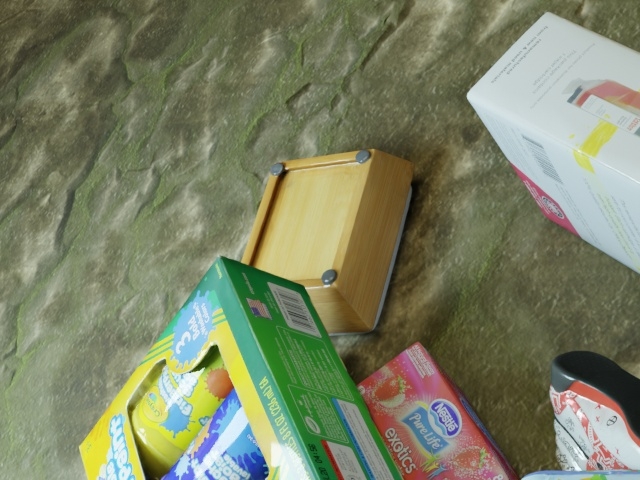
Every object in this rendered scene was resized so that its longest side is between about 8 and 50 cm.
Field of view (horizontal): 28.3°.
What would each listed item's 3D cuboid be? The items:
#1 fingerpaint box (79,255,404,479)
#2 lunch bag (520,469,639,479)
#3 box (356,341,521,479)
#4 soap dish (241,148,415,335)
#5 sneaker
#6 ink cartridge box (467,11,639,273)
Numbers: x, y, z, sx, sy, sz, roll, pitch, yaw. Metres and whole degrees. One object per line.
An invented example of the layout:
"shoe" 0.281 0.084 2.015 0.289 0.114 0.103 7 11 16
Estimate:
"fingerpaint box" -0.111 0.304 1.592 0.371 0.163 0.445 -52 39 22
"lunch bag" 0.325 0.304 1.310 0.219 0.176 0.090 -7 58 34
"box" 0.151 0.265 1.548 0.122 0.128 0.257 -37 42 5
"soap dish" 0.000 0.000 1.884 0.229 0.118 0.291 -5 55 33
"sneaker" 0.347 0.237 1.404 0.090 0.145 0.270 -14 24 -20
"ink cartridge box" 0.400 -0.082 1.543 0.160 0.279 0.384 -45 43 -5
